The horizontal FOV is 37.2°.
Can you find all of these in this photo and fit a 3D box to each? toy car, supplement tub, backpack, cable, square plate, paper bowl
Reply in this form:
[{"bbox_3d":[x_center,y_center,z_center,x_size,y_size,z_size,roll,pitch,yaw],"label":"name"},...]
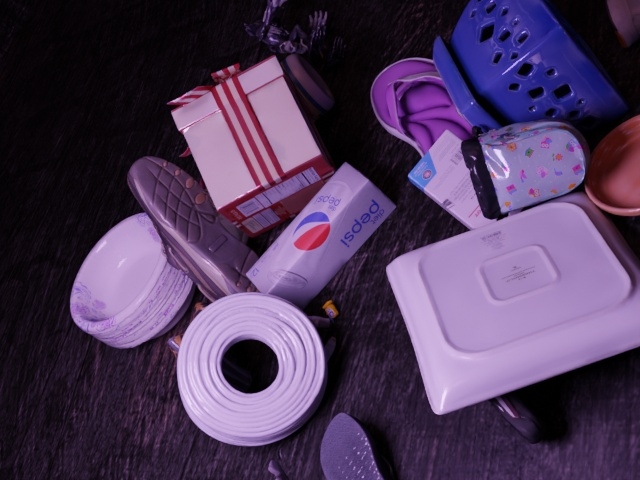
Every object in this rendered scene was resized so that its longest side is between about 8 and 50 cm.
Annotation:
[{"bbox_3d":[-0.022,0.159,1.685,0.122,0.060,0.040,-43,71,19],"label":"toy car"},{"bbox_3d":[-0.085,-0.284,2.023,0.200,0.144,0.144,-38,40,15],"label":"supplement tub"},{"bbox_3d":[0.321,-0.115,1.463,0.182,0.151,0.115,-17,18,12],"label":"backpack"},{"bbox_3d":[-0.115,0.215,1.599,0.257,0.089,0.257,15,73,0],"label":"cable"},{"bbox_3d":[0.282,0.064,1.356,0.347,0.049,0.344,-20,35,4],"label":"square plate"},{"bbox_3d":[-0.375,0.094,1.994,0.284,0.148,0.284,-25,45,28],"label":"paper bowl"}]

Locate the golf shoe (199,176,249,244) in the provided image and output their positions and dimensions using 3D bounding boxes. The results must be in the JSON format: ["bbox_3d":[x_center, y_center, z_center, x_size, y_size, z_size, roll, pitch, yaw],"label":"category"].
[{"bbox_3d":[-0.211,-0.074,1.981,0.115,0.140,0.306,-14,53,35],"label":"golf shoe"}]

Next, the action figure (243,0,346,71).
[{"bbox_3d":[-0.057,-0.480,2.149,0.276,0.164,0.140,35,105,42],"label":"action figure"}]

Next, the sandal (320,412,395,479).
[{"bbox_3d":[0.078,0.371,1.432,0.097,0.054,0.254,-48,48,14],"label":"sandal"}]

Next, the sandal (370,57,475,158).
[{"bbox_3d":[0.196,-0.249,1.763,0.169,0.102,0.416,-43,39,8],"label":"sandal"}]

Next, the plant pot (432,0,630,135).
[{"bbox_3d":[0.330,-0.277,1.566,0.212,0.236,0.236,-39,40,22],"label":"plant pot"}]

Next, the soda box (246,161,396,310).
[{"bbox_3d":[0.000,0.000,1.755,0.286,0.098,0.091,-48,39,2],"label":"soda box"}]

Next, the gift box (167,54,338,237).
[{"bbox_3d":[-0.137,-0.179,1.807,0.276,0.255,0.258,-25,71,2],"label":"gift box"}]

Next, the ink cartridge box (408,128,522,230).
[{"bbox_3d":[0.247,-0.087,1.578,0.180,0.060,0.104,40,90,9],"label":"ink cartridge box"}]

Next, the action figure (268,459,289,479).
[{"bbox_3d":[-0.095,0.549,1.409,0.330,0.178,0.341,-47,66,15],"label":"action figure"}]

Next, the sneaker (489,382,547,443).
[{"bbox_3d":[0.289,0.146,1.364,0.163,0.106,0.281,-38,40,10],"label":"sneaker"}]

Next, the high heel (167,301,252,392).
[{"bbox_3d":[-0.234,0.162,1.775,0.093,0.186,0.261,-47,39,8],"label":"high heel"}]

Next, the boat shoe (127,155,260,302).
[{"bbox_3d":[-0.258,0.000,1.834,0.130,0.355,0.132,-39,1,42],"label":"boat shoe"}]

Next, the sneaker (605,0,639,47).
[{"bbox_3d":[0.542,-0.445,1.614,0.121,0.099,0.262,-17,56,24],"label":"sneaker"}]

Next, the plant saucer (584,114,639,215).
[{"bbox_3d":[0.492,-0.112,1.413,0.200,0.037,0.200,-27,38,24],"label":"plant saucer"}]
